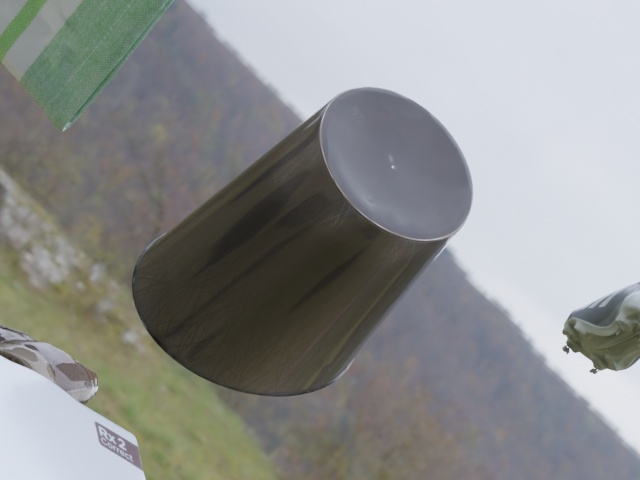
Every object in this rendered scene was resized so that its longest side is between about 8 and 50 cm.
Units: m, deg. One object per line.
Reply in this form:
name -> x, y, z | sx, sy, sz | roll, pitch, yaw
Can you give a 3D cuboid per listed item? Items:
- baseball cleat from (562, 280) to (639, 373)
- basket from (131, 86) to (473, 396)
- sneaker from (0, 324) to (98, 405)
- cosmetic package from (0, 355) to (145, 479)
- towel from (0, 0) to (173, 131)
baseball cleat -> 0.298, 0.067, 1.397 | 0.072, 0.109, 0.206 | 50, -15, -4
basket -> 0.000, 0.000, 1.125 | 0.204, 0.227, 0.154 | 11, 55, -29
sneaker -> -0.227, 0.081, 0.971 | 0.188, 0.066, 0.071 | 17, 6, 32
cosmetic package -> -0.202, 0.176, 0.809 | 0.151, 0.183, 0.151 | 38, 20, -37
towel -> -0.226, -0.282, 1.129 | 0.325, 0.248, 0.038 | 49, 29, 5
